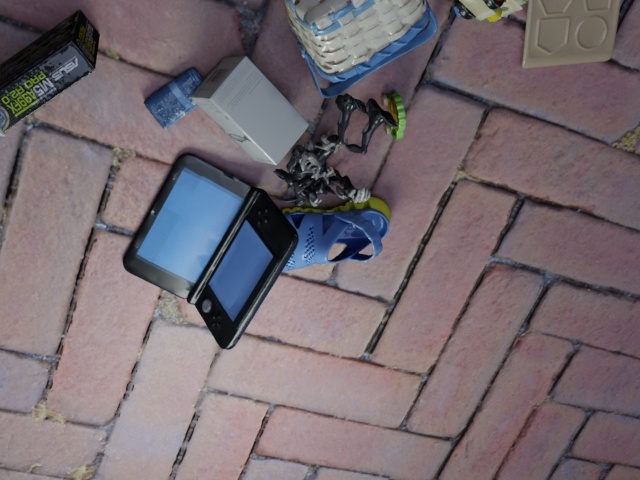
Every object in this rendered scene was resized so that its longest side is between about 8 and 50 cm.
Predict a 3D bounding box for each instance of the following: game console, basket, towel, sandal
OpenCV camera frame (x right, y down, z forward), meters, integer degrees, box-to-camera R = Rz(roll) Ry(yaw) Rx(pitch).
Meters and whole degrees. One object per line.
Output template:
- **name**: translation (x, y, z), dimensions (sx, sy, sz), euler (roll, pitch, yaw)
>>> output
- **game console**: translation (-0.220, 0.025, 1.619), dimensions (0.173, 0.250, 0.293), euler (13, 117, -42)
- **basket**: translation (0.074, -0.391, 1.465), dimensions (0.254, 0.201, 0.289), euler (-32, 149, 3)
- **towel**: translation (-0.264, -0.263, 1.539), dimensions (0.119, 0.029, 0.067), euler (-33, 120, 6)
- **sandal**: translation (0.000, 0.000, 1.686), dimensions (0.317, 0.138, 0.126), euler (-16, 122, -1)

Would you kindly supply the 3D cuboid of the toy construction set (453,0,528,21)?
- **toy construction set**: translation (0.252, -0.501, 1.435), dimensions (0.327, 0.215, 0.151), euler (23, 155, -23)

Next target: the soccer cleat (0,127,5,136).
- **soccer cleat**: translation (-0.526, -0.148, 1.290), dimensions (0.083, 0.029, 0.035), euler (-45, 114, 8)

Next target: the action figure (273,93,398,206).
- **action figure**: translation (0.019, -0.147, 1.599), dimensions (0.164, 0.141, 0.276), euler (19, 120, -33)

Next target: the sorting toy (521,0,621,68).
- **sorting toy**: translation (0.489, -0.441, 1.616), dimensions (0.192, 0.038, 0.208), euler (-7, 124, -9)

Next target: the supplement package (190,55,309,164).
- **supplement package**: translation (-0.129, -0.238, 1.523), dimensions (0.179, 0.105, 0.105), euler (44, 77, -28)

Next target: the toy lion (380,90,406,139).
- **toy lion**: translation (0.147, -0.240, 1.608), dimensions (0.034, 0.096, 0.100), euler (-12, 121, -6)

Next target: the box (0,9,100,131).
- **box**: translation (-0.494, -0.262, 1.377), dimensions (0.270, 0.216, 0.060), euler (-33, 119, 5)
